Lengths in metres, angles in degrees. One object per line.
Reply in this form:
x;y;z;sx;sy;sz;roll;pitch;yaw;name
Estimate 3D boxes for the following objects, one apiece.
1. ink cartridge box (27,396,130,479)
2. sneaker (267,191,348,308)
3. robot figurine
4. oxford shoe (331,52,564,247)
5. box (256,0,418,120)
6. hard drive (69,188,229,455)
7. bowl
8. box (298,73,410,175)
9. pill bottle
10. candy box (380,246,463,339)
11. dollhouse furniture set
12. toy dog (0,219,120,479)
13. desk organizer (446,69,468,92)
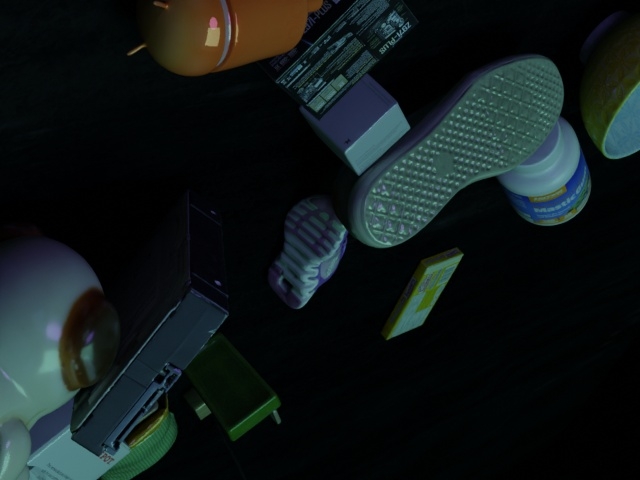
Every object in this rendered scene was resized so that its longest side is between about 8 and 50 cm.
-0.428;0.318;1.877;0.273;0.114;0.197;-38;155;-6;ink cartridge box
0.000;0.000;2.029;0.104;0.095;0.236;-31;159;-37;sneaker
-0.102;-0.247;1.414;0.219;0.158;0.128;-22;116;-37;robot figurine
0.183;-0.143;1.946;0.449;0.130;0.169;-37;115;-26;oxford shoe
0.013;-0.254;1.630;0.180;0.077;0.147;-45;155;7;box
-0.209;0.090;1.632;0.237;0.064;0.339;-51;-161;14;hard drive
0.529;-0.294;2.234;0.289;0.156;0.289;-33;154;-18;bowl
0.046;-0.165;1.798;0.102;0.101;0.087;-43;155;-1;box
0.372;-0.133;2.274;0.152;0.152;0.272;-43;156;2;pill bottle
0.193;0.102;2.547;0.105;0.027;0.206;-16;145;-40;candy box
-0.218;0.319;2.145;0.301;0.151;0.197;-37;155;-11;dollhouse furniture set
-0.425;0.136;1.458;0.408;0.284;0.395;-28;134;-31;toy dog
0.203;-0.196;2.040;0.047;0.050;0.130;-81;-164;-76;desk organizer
